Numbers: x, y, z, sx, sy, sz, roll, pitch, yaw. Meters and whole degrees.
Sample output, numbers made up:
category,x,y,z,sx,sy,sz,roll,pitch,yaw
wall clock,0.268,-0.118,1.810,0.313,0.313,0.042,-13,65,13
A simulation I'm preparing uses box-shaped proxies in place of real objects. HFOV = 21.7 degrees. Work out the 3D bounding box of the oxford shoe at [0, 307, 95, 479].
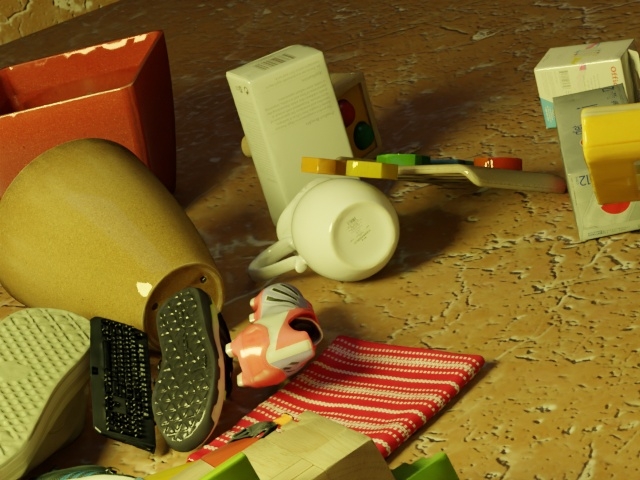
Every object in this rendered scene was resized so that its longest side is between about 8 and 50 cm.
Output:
category,x,y,z,sx,sy,sz,roll,pitch,yaw
oxford shoe,-0.359,0.214,1.733,0.169,0.130,0.449,18,26,12

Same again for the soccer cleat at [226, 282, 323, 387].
category,x,y,z,sx,sy,sz,roll,pitch,yaw
soccer cleat,-0.033,0.098,1.821,0.095,0.083,0.248,-15,9,13

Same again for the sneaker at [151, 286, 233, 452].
category,x,y,z,sx,sy,sz,roll,pitch,yaw
sneaker,-0.120,0.146,1.794,0.084,0.097,0.234,-26,37,19

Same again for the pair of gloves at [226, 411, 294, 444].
category,x,y,z,sx,sy,sz,roll,pitch,yaw
pair of gloves,-0.049,0.195,1.647,0.074,0.010,0.083,-25,23,-23

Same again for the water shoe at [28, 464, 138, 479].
category,x,y,z,sx,sy,sz,roll,pitch,yaw
water shoe,-0.213,0.246,1.638,0.203,0.073,0.080,-1,24,32

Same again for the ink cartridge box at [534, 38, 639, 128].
category,x,y,z,sx,sy,sz,roll,pitch,yaw
ink cartridge box,0.385,-0.220,2.324,0.143,0.092,0.090,-3,24,26

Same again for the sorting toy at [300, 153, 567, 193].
category,x,y,z,sx,sy,sz,roll,pitch,yaw
sorting toy,0.134,-0.092,2.079,0.229,0.041,0.307,6,2,41

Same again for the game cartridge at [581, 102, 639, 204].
category,x,y,z,sx,sy,sz,roll,pitch,yaw
game cartridge,0.406,-0.086,1.521,0.324,0.052,0.285,-4,-8,12

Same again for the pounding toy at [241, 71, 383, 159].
category,x,y,z,sx,sy,sz,roll,pitch,yaw
pounding toy,-0.015,-0.165,2.350,0.094,0.181,0.206,3,28,38

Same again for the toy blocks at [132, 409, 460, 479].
category,x,y,z,sx,sy,sz,roll,pitch,yaw
toy blocks,-0.100,0.262,1.413,0.381,0.190,0.261,-32,14,-17

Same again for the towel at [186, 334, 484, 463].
category,x,y,z,sx,sy,sz,roll,pitch,yaw
towel,0.016,0.177,1.705,0.199,0.031,0.275,5,30,41

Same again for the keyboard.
category,x,y,z,sx,sy,sz,roll,pitch,yaw
keyboard,-0.198,0.148,1.803,0.100,0.038,0.192,22,31,-24

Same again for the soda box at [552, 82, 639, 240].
category,x,y,z,sx,sy,sz,roll,pitch,yaw
soda box,0.348,-0.102,2.064,0.098,0.091,0.286,-12,22,8

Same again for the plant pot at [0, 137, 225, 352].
category,x,y,z,sx,sy,sz,roll,pitch,yaw
plant pot,-0.235,0.028,2.017,0.237,0.237,0.254,-28,38,-27

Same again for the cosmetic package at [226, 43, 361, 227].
category,x,y,z,sx,sy,sz,roll,pitch,yaw
cosmetic package,-0.030,-0.131,2.210,0.117,0.231,0.085,-23,23,-19

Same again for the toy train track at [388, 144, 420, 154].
category,x,y,z,sx,sy,sz,roll,pitch,yaw
toy train track,0.110,-0.120,2.380,0.048,0.014,0.083,8,32,46

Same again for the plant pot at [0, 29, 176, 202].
category,x,y,z,sx,sy,sz,roll,pitch,yaw
plant pot,-0.341,-0.131,2.423,0.267,0.235,0.267,-12,23,10

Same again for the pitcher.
category,x,y,z,sx,sy,sz,roll,pitch,yaw
pitcher,0.000,0.000,2.052,0.178,0.125,0.207,-43,17,-9
